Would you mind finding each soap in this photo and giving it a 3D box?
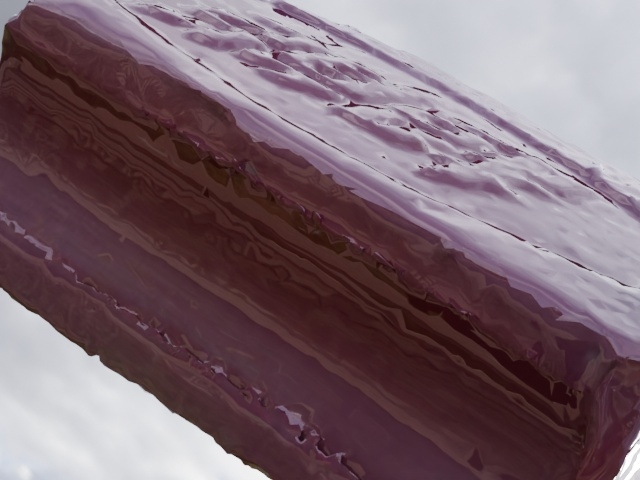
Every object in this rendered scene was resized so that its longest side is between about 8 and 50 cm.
[{"bbox_3d":[0.000,0.000,0.450,0.250,0.162,0.099,31,-67,21],"label":"soap"}]
